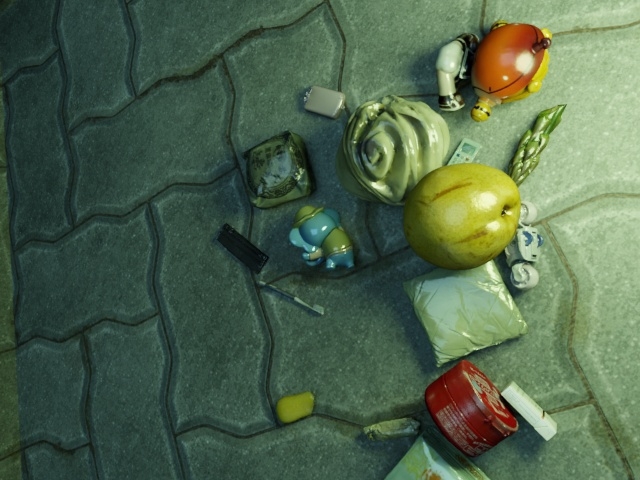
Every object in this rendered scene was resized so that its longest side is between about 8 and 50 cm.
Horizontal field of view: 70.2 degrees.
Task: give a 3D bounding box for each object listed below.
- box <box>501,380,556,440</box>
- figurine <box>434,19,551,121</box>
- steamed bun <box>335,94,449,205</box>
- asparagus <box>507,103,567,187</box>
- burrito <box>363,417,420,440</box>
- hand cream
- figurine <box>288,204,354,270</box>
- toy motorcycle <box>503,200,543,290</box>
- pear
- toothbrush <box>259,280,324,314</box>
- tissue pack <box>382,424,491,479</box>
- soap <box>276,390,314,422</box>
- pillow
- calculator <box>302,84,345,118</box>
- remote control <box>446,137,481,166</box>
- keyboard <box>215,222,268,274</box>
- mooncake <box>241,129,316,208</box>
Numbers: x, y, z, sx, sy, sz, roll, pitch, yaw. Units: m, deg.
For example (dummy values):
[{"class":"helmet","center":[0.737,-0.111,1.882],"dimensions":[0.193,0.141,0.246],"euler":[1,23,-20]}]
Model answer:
[{"class":"box","center":[0.569,0.459,1.240],"dimensions":[0.040,0.084,0.154],"euler":[-49,66,13]},{"class":"figurine","center":[0.502,-0.506,1.310],"dimensions":[0.323,0.196,0.320],"euler":[8,82,37]},{"class":"steamed bun","center":[0.207,-0.288,1.408],"dimensions":[0.352,0.247,0.339],"euler":[16,91,31]},{"class":"asparagus","center":[0.605,-0.270,1.304],"dimensions":[0.080,0.080,0.287],"euler":[27,98,26]},{"class":"burrito","center":[0.224,0.592,1.421],"dimensions":[0.188,0.045,0.058],"euler":[-20,83,22]},{"class":"hand cream","center":[0.407,0.459,1.245],"dimensions":[0.149,0.230,0.230],"euler":[-46,67,16]},{"class":"figurine","center":[0.002,-0.002,1.536],"dimensions":[0.180,0.154,0.262],"euler":[-28,69,10]},{"class":"toy motorcycle","center":[0.565,0.014,1.291],"dimensions":[0.112,0.112,0.254],"euler":[-1,84,27]},{"class":"pear","center":[0.385,-0.064,1.259],"dimensions":[0.314,0.314,0.314],"euler":[-3,83,26]},{"class":"toothbrush","center":[-0.109,0.200,1.639],"dimensions":[0.288,0.024,0.026],"euler":[21,94,27]},{"class":"tissue pack","center":[0.296,0.779,1.302],"dimensions":[0.287,0.162,0.388],"euler":[40,103,21]},{"class":"soap","center":[-0.083,0.580,1.582],"dimensions":[0.169,0.033,0.089],"euler":[-21,78,23]},{"class":"pillow","center":[0.419,0.196,1.349],"dimensions":[0.281,0.076,0.274],"euler":[-27,76,16]},{"class":"calculator","center":[0.014,-0.501,1.645],"dimensions":[0.175,0.032,0.100],"euler":[25,97,26]},{"class":"remote control","center":[0.431,-0.235,1.412],"dimensions":[0.061,0.029,0.162],"euler":[33,95,23]},{"class":"keyboard","center":[-0.308,0.031,1.760],"dimensions":[0.250,0.017,0.087],"euler":[36,100,24]},{"class":"mooncake","center":[-0.163,-0.253,1.652],"dimensions":[0.250,0.136,0.254],"euler":[-18,77,20]}]
